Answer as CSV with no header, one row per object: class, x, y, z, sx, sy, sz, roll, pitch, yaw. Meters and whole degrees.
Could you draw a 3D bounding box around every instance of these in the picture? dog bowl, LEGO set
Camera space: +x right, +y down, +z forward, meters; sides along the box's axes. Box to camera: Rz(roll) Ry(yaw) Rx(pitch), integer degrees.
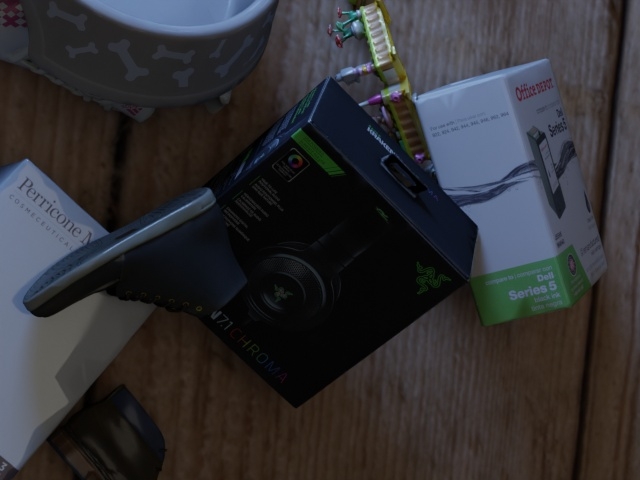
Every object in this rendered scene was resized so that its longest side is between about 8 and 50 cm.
dog bowl,-0.192,-0.312,1.565,0.349,0.102,0.348,14,56,-21
LEGO set,0.051,-0.176,1.724,0.107,0.132,0.287,-19,93,10

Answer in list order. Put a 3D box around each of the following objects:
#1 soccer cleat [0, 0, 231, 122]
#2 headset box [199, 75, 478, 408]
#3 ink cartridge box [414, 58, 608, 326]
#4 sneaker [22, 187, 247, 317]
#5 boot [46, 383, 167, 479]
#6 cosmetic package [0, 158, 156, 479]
soccer cleat,-0.245,-0.202,1.614,0.331,0.116,0.143,0,79,-20
headset box,0.000,0.000,1.617,0.283,0.131,0.246,-38,105,26
ink cartridge box,0.226,-0.061,1.725,0.115,0.198,0.272,-14,96,26
sneaker,-0.181,0.047,1.501,0.222,0.083,0.118,-29,105,-16
boot,-0.191,0.263,1.653,0.106,0.082,0.219,-45,101,-11
cosmetic package,-0.366,0.124,1.555,0.217,0.156,0.385,41,78,-15
